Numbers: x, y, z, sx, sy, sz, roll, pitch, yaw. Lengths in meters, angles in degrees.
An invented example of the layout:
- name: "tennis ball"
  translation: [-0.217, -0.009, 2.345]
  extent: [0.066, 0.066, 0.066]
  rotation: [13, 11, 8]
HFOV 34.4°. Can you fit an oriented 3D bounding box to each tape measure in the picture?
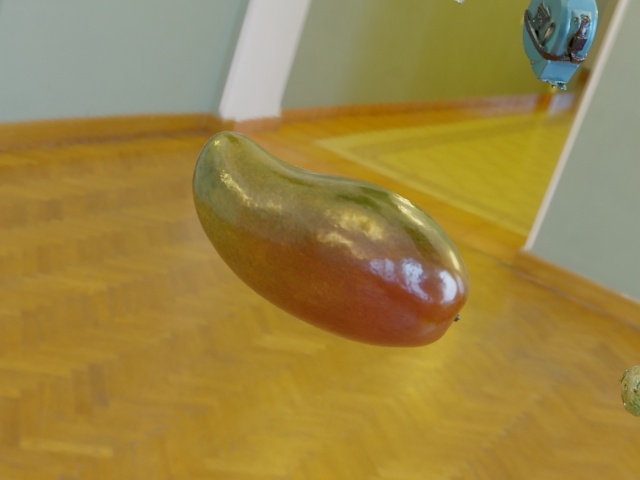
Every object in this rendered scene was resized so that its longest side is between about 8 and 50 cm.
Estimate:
- name: "tape measure"
  translation: [0.353, -0.313, 1.521]
  extent: [0.081, 0.125, 0.146]
  rotation: [4, 48, -18]

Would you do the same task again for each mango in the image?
- name: "mango"
  translation: [0.000, 0.005, 0.970]
  extent: [0.289, 0.146, 0.129]
  rotation: [21, 26, 17]

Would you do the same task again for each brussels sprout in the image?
- name: "brussels sprout"
  translation: [0.439, 0.194, 1.387]
  extent: [0.085, 0.058, 0.085]
  rotation: [-21, 10, 4]

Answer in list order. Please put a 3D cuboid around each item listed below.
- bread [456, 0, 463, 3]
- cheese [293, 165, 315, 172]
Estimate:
- name: "bread"
  translation: [0.067, -0.257, 0.885]
  extent: [0.153, 0.028, 0.068]
  rotation: [33, 23, -10]
- name: "cheese"
  translation: [0.035, 0.012, 1.841]
  extent: [0.316, 0.128, 0.259]
  rotation: [30, 39, -12]
